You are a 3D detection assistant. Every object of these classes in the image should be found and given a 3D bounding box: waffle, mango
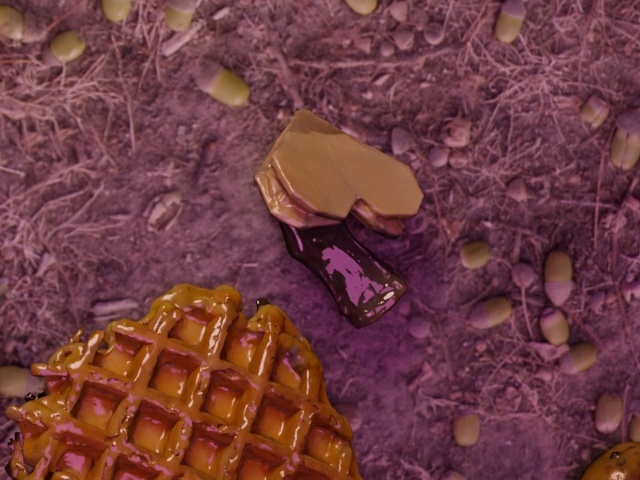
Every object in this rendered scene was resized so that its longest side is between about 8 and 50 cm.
[{"bbox_3d":[-0.130,0.244,1.443,0.380,0.095,0.382,-27,89,-27],"label":"waffle"},{"bbox_3d":[0.366,0.336,1.615,0.137,0.098,0.195,9,94,-17],"label":"mango"}]

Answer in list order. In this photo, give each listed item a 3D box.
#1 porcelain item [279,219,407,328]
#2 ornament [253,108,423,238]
[{"bbox_3d":[0.000,0.000,1.537,0.081,0.069,0.215,-43,100,-6],"label":"porcelain item"},{"bbox_3d":[0.008,-0.082,1.512,0.201,0.059,0.180,5,47,-42],"label":"ornament"}]
